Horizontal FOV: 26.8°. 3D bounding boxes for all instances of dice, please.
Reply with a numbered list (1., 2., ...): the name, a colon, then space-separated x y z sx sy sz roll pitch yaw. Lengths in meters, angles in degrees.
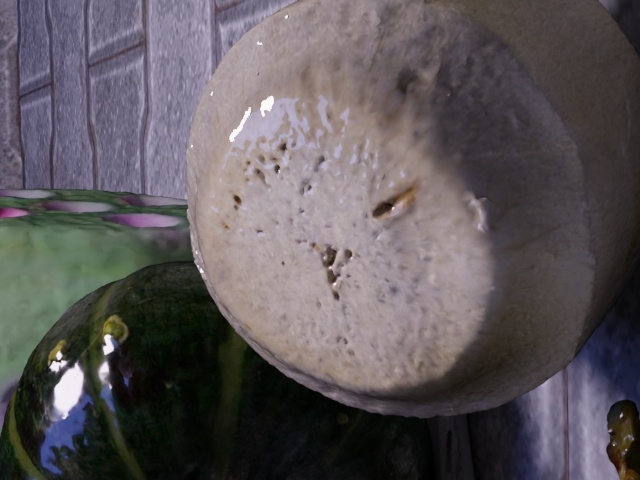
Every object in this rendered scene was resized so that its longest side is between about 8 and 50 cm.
1. dice: -0.232 0.123 1.283 0.318 0.330 0.322 -103 17 -80

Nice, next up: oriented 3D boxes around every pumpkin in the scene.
1. pumpkin: -0.070 0.148 0.919 0.207 0.300 0.300 -82 5 -55

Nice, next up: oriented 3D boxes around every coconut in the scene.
1. coconut: 0.064 -0.039 0.727 0.266 0.237 0.237 -46 -31 -59

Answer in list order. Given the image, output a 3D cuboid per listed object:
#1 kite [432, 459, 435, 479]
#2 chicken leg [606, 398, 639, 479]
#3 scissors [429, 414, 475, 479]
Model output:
1. kite: -0.007 0.217 1.098 0.204 0.022 0.360 45 137 22
2. chicken leg: 0.221 0.196 0.495 0.429 0.152 0.201 -111 40 -54
3. scissors: 0.083 0.071 0.947 0.118 0.030 0.242 152 114 -67
